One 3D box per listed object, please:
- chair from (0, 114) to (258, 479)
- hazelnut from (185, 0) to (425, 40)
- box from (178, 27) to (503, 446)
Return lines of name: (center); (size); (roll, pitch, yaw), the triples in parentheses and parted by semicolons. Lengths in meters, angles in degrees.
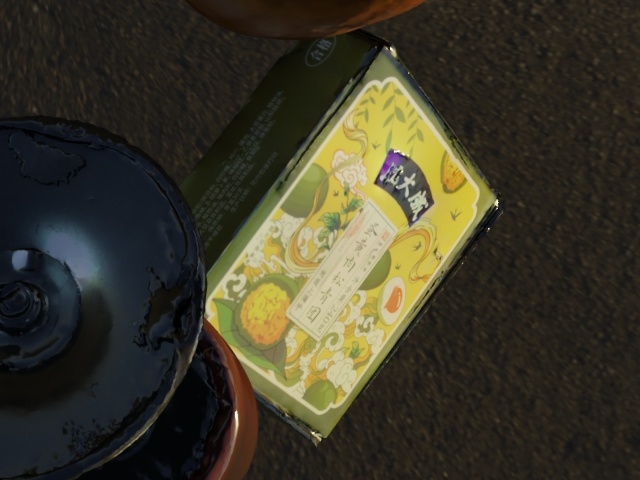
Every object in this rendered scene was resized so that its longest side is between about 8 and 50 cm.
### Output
chair: (-0.166, 0.097, 0.842); (0.226, 0.401, 0.227); (-1, 70, 2)
hazelnut: (-0.003, -0.149, 0.434); (0.150, 0.150, 0.150); (-4, 106, -13)
box: (0.000, 0.000, 1.472); (0.420, 0.138, 0.373); (-53, 138, -7)
